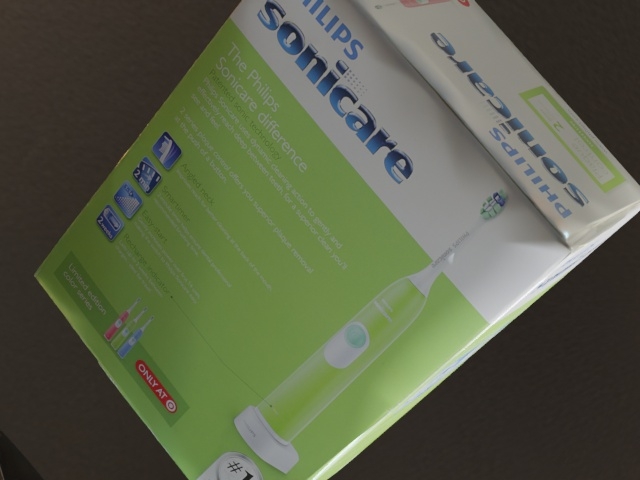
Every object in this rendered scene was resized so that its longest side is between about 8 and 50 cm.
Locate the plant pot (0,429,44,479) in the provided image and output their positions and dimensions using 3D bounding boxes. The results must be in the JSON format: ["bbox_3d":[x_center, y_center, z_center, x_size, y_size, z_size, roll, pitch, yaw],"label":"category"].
[{"bbox_3d":[-0.221,0.264,0.835,0.187,0.167,0.188,-43,-147,-2],"label":"plant pot"}]

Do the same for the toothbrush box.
[{"bbox_3d":[0.000,0.000,0.708,0.206,0.122,0.283,50,-55,11],"label":"toothbrush box"}]
